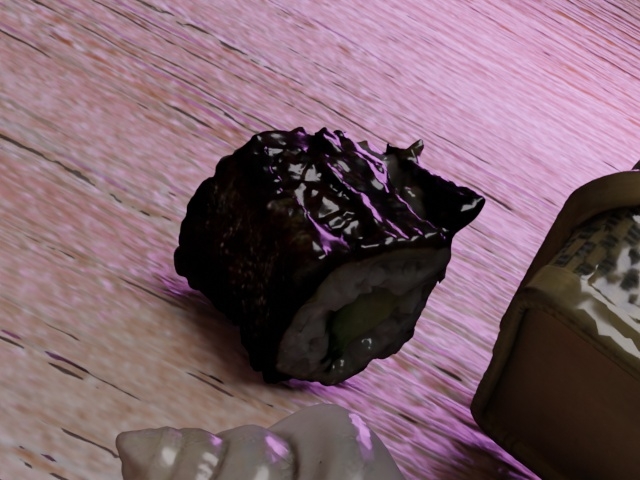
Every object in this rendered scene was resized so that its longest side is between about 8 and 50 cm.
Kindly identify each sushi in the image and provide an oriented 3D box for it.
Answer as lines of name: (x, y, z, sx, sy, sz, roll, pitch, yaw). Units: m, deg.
sushi: (-0.001, 0.001, 0.689, 0.094, 0.098, 0.084, 1, 36, -43)

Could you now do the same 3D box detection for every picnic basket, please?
picnic basket: (0.202, 0.071, 0.669, 0.266, 0.165, 0.139, 38, 69, 14)

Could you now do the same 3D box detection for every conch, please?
conch: (0.003, 0.121, 0.520, 0.176, 0.094, 0.104, 56, 5, -15)

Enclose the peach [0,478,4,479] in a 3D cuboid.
peach: (-0.116, 0.126, 0.347, 0.279, 0.068, 0.189, 26, 32, -21)
